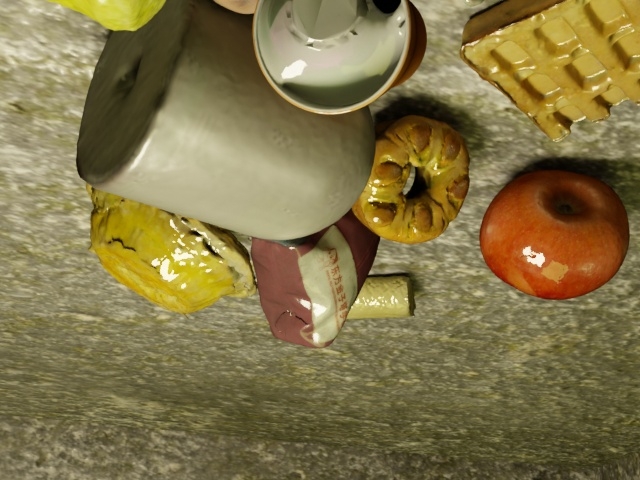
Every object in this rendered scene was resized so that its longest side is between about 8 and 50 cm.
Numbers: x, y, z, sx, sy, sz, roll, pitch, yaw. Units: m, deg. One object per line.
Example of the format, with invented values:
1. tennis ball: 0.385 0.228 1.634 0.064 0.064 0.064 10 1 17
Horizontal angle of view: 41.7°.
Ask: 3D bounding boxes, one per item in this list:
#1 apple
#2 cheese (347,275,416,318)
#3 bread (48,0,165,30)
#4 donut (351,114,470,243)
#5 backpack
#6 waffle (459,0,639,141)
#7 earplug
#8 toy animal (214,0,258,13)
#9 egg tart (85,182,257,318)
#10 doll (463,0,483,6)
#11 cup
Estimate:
1. apple: 0.439 -0.015 1.571 0.271 0.252 0.206 13 132 4
2. cheese: 0.135 0.135 1.986 0.167 0.094 0.123 -4 160 14
3. bread: -0.261 -0.401 0.806 0.307 0.348 0.348 15 148 -6
4. donut: 0.153 -0.104 1.443 0.226 0.227 0.114 18 -176 -29
5. backpack: 0.000 0.000 1.548 0.197 0.317 0.283 15 136 23
6. waffle: 0.419 -0.298 1.239 0.348 0.078 0.304 -23 143 34
7. earplug: -0.113 -0.161 1.232 0.394 0.313 0.312 22 144 -35
8. toy animal: -0.056 -0.381 1.007 0.250 0.154 0.166 -38 148 22
9. egg tart: -0.291 0.014 1.554 0.387 0.169 0.388 30 160 12
10. doll: 0.139 -0.406 0.944 0.113 0.155 0.275 19 138 46
11. cup: 0.048 -0.268 1.011 0.182 0.226 0.264 24 -163 12
